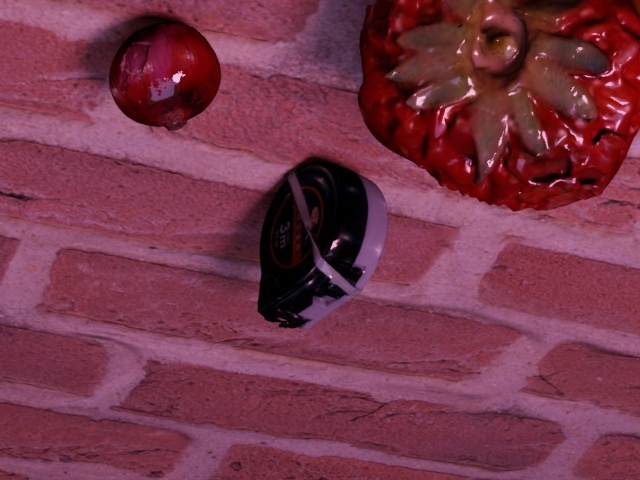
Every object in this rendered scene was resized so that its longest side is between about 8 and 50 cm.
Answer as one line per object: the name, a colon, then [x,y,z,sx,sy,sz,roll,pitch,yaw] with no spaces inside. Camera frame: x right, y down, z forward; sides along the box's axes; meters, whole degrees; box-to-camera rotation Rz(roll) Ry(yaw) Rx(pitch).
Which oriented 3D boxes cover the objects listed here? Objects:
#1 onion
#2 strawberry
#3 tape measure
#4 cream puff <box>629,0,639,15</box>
onion: [-0.174,-0.183,2.111,0.131,0.131,0.131,-2,143,-2]
strawberry: [0.218,-0.177,2.059,0.318,0.295,0.345,-9,178,15]
tape measure: [0.003,-0.002,2.316,0.107,0.182,0.181,22,147,-34]
cream puff: [0.463,-0.246,2.047,0.269,0.154,0.241,-7,148,40]
